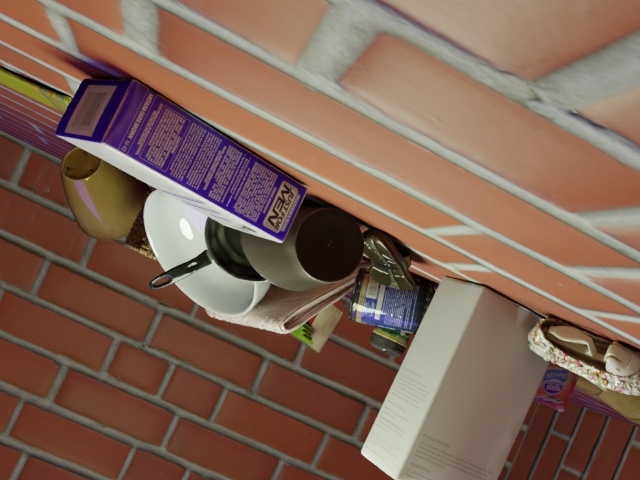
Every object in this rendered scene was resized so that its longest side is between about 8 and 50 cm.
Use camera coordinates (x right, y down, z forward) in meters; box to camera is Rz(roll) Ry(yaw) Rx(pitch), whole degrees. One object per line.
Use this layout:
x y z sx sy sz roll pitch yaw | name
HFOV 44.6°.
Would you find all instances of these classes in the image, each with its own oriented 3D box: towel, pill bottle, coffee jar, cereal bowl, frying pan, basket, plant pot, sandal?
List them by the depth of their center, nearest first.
-0.024 0.010 1.407 0.204 0.154 0.227 41 166 -17 | basket
0.127 0.031 1.429 0.090 0.060 0.219 15 156 30 | sandal
-0.570 -0.302 1.543 0.237 0.021 0.102 25 169 13 | towel
-0.174 0.034 1.579 0.197 0.326 0.053 39 -160 -9 | frying pan
0.180 0.139 1.725 0.219 0.122 0.123 12 172 8 | pill bottle
-0.230 -0.004 1.759 0.339 0.141 0.338 26 137 27 | cereal bowl
-0.070 0.126 1.881 0.332 0.317 0.053 2 113 53 | towel
0.192 0.191 1.910 0.079 0.184 0.096 21 172 34 | coffee jar
-0.353 -0.035 2.027 0.214 0.223 0.299 26 173 -22 | basket
-0.636 -0.157 2.236 0.237 0.237 0.254 23 160 17 | plant pot

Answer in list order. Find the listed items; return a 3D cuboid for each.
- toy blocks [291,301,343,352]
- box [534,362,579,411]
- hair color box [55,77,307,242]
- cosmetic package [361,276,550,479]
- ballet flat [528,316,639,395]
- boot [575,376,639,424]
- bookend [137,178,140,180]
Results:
-0.046 0.154 2.350 0.191 0.260 0.381 22 167 46 | toy blocks
0.402 0.242 1.695 0.154 0.142 0.300 29 173 -28 | box
-0.206 -0.120 1.199 0.339 0.110 0.185 32 170 -38 | hair color box
0.267 0.286 1.474 0.217 0.384 0.156 30 172 -22 | cosmetic package
0.474 0.199 1.346 0.241 0.091 0.077 18 147 25 | ballet flat
0.597 0.309 1.757 0.270 0.089 0.236 28 173 -12 | boot
-0.375 -0.172 1.611 0.156 0.072 0.157 21 172 41 | bookend
